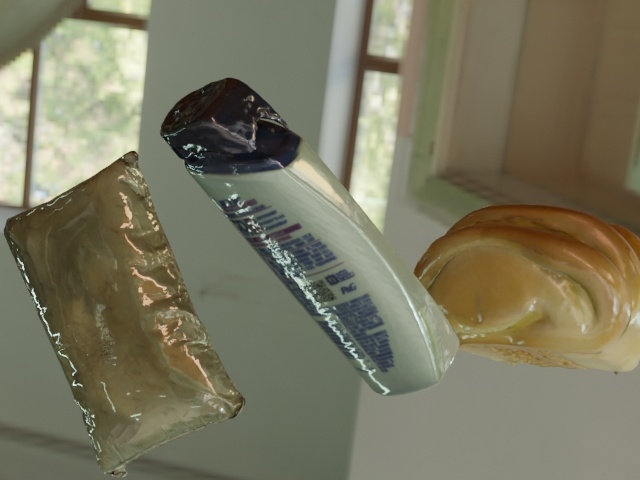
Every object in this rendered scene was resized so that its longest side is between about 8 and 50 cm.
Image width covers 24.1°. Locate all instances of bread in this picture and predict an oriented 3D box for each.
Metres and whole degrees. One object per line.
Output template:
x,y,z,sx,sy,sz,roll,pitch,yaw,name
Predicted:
0.276,0.048,1.954,0.316,0.211,0.270,-2,164,37,bread

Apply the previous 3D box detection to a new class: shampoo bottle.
0.000,0.000,1.423,0.134,0.359,0.078,-12,-145,47,shampoo bottle

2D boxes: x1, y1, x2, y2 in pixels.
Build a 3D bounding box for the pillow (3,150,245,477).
-0.205,0.080,1.554,0.185,0.302,0.075,-26,174,21,pillow
